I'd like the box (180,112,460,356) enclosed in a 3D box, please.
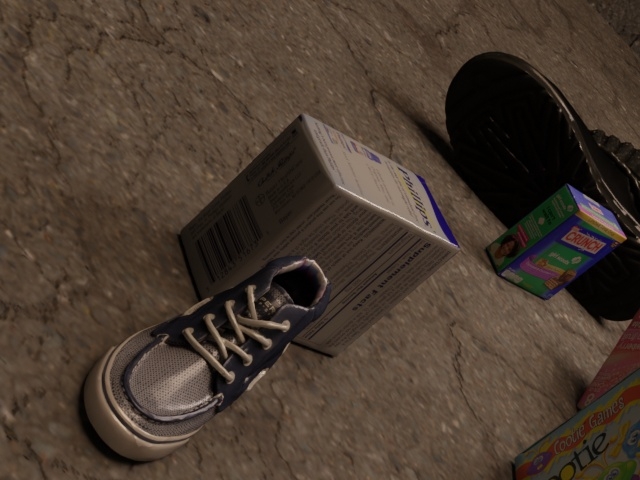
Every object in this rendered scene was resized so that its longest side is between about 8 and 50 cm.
[{"bbox_3d":[0.000,0.000,0.910,0.137,0.126,0.072,25,31,-44],"label":"box"}]

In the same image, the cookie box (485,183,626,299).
[{"bbox_3d":[0.235,0.003,1.343,0.092,0.107,0.040,25,32,-42],"label":"cookie box"}]

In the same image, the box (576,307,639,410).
[{"bbox_3d":[0.382,0.143,1.153,0.154,0.142,0.300,42,-16,-17],"label":"box"}]

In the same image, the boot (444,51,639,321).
[{"bbox_3d":[0.277,-0.093,1.528,0.348,0.131,0.260,55,28,-14],"label":"boot"}]

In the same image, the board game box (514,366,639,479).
[{"bbox_3d":[0.293,0.250,1.020,0.275,0.144,0.142,41,25,-17],"label":"board game box"}]

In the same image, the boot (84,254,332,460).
[{"bbox_3d":[-0.059,0.056,0.767,0.069,0.086,0.190,49,23,1],"label":"boot"}]
